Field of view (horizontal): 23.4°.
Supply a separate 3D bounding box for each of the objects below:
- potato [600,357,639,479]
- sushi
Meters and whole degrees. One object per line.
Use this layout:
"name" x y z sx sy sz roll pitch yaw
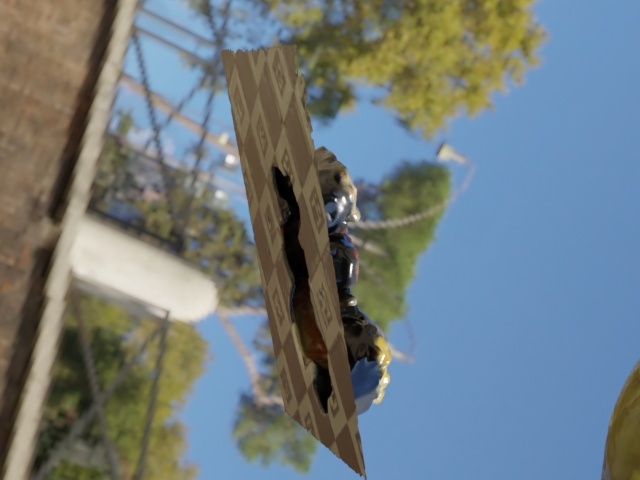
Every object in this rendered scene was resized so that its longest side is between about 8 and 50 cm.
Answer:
"potato" 0.216 0.154 0.845 0.111 0.272 0.160 -35 -122 4
"sushi" 0.000 0.000 1.094 0.264 0.050 0.290 -162 -119 -75
